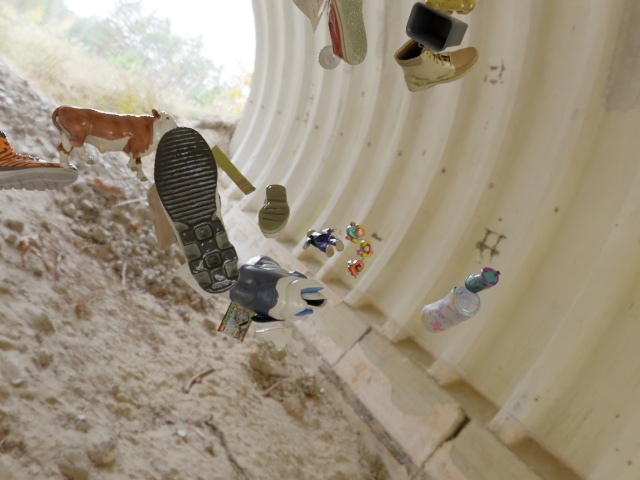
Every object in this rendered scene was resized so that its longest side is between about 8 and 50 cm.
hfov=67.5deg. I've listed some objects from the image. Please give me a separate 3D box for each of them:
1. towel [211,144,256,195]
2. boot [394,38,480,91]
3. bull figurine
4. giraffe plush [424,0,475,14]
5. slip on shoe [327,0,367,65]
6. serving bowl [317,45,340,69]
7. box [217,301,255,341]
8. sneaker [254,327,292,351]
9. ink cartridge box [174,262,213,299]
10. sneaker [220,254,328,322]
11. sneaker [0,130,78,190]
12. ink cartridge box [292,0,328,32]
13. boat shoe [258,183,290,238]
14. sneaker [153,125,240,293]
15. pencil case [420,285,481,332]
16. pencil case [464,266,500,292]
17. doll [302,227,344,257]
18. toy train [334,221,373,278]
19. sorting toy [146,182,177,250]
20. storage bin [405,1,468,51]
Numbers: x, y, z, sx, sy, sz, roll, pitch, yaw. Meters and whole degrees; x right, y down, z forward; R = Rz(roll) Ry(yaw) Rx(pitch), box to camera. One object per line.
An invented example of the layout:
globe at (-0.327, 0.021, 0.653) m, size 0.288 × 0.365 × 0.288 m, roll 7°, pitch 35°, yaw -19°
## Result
towel at (-0.356, -0.284, 1.941) m, size 0.237 × 0.021 × 0.102 m, roll 49°, pitch -28°, yaw -16°
boot at (0.390, -0.614, 1.601) m, size 0.203 × 0.262 × 0.095 m, roll 32°, pitch 47°, yaw -61°
bull figurine at (-0.521, -0.262, 1.242) m, size 0.311 × 0.188 × 0.101 m, roll 3°, pitch -19°, yaw -24°
giraffe plush at (0.461, -0.924, 1.750) m, size 0.210 × 0.170 × 0.181 m, roll 3°, pitch 18°, yaw 8°
slip on shoe at (0.062, -0.676, 1.382) m, size 0.101 × 0.123 × 0.331 m, roll 29°, pitch -36°, yaw 38°
serving bowl at (0.032, -0.640, 1.687) m, size 0.083 × 0.083 × 0.027 m, roll 43°, pitch 26°, yaw -31°
box at (-0.336, 0.308, 2.014) m, size 0.114 × 0.206 × 0.036 m, roll 20°, pitch -16°, yaw 11°
sneaker at (-0.177, 0.388, 1.874) m, size 0.080 × 0.094 × 0.212 m, roll -7°, pitch -13°, yaw 31°
ink cartridge box at (-0.370, 0.097, 1.558) m, size 0.045 × 0.145 × 0.179 m, roll 48°, pitch -5°, yaw 48°
sneaker at (-0.091, 0.129, 1.203) m, size 0.236 × 0.130 × 0.323 m, roll 18°, pitch 2°, yaw 10°
sneaker at (-0.907, -0.248, 1.434) m, size 0.124 × 0.321 × 0.180 m, roll 131°, pitch -51°, yaw -57°
ink cartridge box at (-0.030, -0.835, 1.580) m, size 0.056 × 0.180 × 0.224 m, roll 20°, pitch -11°, yaw 13°
boat shoe at (-0.167, -0.089, 1.756) m, size 0.113 × 0.103 × 0.302 m, roll 6°, pitch 35°, yaw -1°
sneaker at (-0.257, -0.058, 0.969) m, size 0.146 × 0.123 × 0.330 m, roll -177°, pitch -105°, yaw -71°
pencil case at (0.489, 0.267, 1.826) m, size 0.124 × 0.113 × 0.273 m, roll 36°, pitch -31°, yaw 2°
pencil case at (0.547, 0.135, 1.629) m, size 0.151 × 0.065 × 0.070 m, roll 113°, pitch -31°, yaw -72°
doll at (0.000, 0.000, 1.567) m, size 0.189 × 0.129 × 0.046 m, roll 35°, pitch -29°, yaw 60°
toy train at (0.111, 0.026, 1.467) m, size 0.046 × 0.125 × 0.166 m, roll -3°, pitch -66°, yaw 56°
sorting toy at (-0.513, -0.132, 1.743) m, size 0.089 × 0.255 × 0.257 m, roll 4°, pitch 57°, yaw -46°
storage bin at (0.297, -0.531, 1.210) m, size 0.135 × 0.091 × 0.098 m, roll 46°, pitch -45°, yaw 32°
